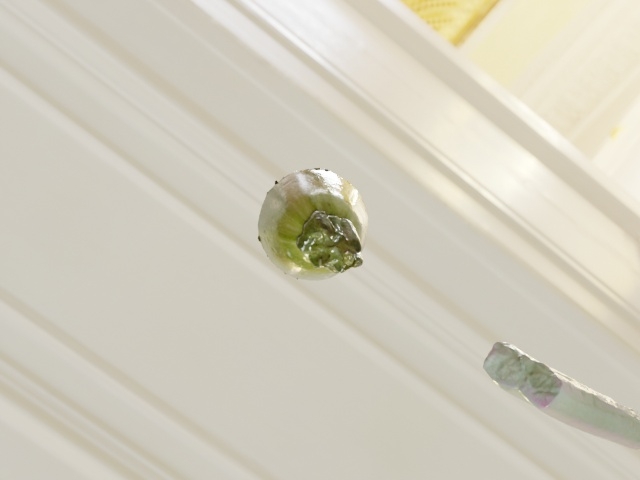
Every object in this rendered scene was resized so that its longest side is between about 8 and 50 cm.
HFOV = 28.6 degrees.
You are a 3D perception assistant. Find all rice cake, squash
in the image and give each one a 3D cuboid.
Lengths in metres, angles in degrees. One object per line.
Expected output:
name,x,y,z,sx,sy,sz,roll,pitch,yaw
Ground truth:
rice cake,0.230,0.147,1.138,0.080,0.221,0.042,33,-87,41
squash,-0.001,-0.007,1.086,0.105,0.105,0.132,-52,-172,2
